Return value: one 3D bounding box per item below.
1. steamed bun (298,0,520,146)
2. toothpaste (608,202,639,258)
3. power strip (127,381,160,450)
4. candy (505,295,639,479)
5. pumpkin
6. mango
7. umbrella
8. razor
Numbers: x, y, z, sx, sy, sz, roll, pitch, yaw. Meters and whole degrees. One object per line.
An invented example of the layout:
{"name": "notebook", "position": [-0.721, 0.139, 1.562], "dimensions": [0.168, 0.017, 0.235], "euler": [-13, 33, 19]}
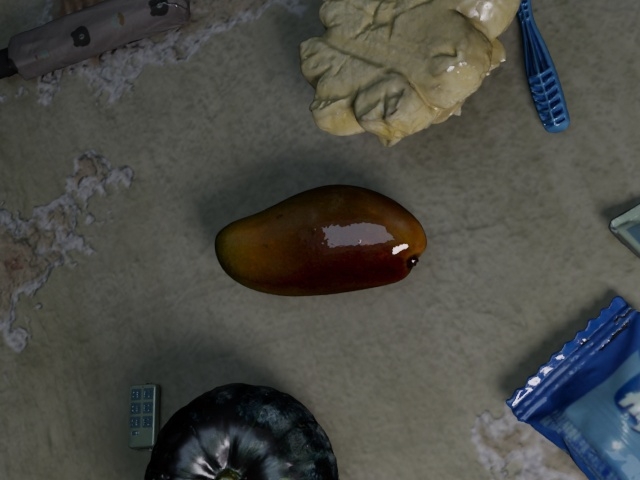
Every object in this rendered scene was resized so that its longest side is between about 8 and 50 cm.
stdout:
{"name": "steamed bun", "position": [0.121, -0.244, 1.204], "dimensions": [0.292, 0.137, 0.295], "euler": [-28, 49, 26]}
{"name": "toothpaste", "position": [0.423, 0.059, 1.059], "dimensions": [0.069, 0.047, 0.268], "euler": [-46, 61, 19]}
{"name": "power strip", "position": [-0.230, 0.229, 1.287], "dimensions": [0.040, 0.016, 0.090], "euler": [-7, 74, 20]}
{"name": "candy", "position": [0.357, 0.231, 1.024], "dimensions": [0.187, 0.077, 0.331], "euler": [-40, 66, 0]}
{"name": "pumpkin", "position": [-0.093, 0.282, 1.138], "dimensions": [0.233, 0.163, 0.233], "euler": [-2, 80, 10]}
{"name": "mango", "position": [0.000, 0.000, 1.203], "dimensions": [0.267, 0.111, 0.133], "euler": [-5, 90, 19]}
{"name": "umbrella", "position": [-0.345, -0.302, 1.446], "dimensions": [0.337, 0.067, 0.073], "euler": [-16, 58, 17]}
{"name": "razor", "position": [0.257, -0.249, 1.206], "dimensions": [0.082, 0.042, 0.253], "euler": [-22, 71, 25]}
